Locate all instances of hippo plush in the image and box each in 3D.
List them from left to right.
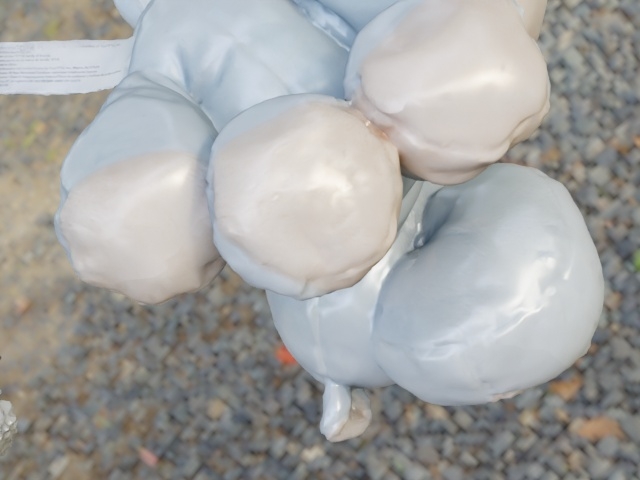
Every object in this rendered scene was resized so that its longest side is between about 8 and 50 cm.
[{"bbox_3d":[0.000,0.000,0.796,0.294,0.236,0.234,0,42,35],"label":"hippo plush"}]

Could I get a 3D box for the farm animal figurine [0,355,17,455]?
[{"bbox_3d":[-0.425,0.104,1.213,0.330,0.327,0.172,-11,50,16],"label":"farm animal figurine"}]
